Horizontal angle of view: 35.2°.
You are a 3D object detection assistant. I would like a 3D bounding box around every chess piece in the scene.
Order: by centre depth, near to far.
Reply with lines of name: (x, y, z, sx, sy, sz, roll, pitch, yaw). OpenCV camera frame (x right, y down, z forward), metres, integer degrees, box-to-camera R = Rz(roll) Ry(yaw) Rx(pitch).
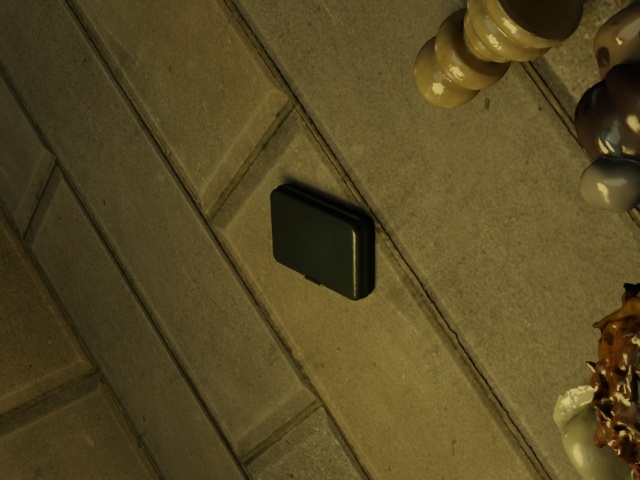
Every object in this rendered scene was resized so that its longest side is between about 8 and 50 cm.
chess piece: (0.215, -0.265, 1.326, 0.143, 0.142, 0.261, 60, 151, 6)

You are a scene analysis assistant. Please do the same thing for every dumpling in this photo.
dumpling: (0.410, 0.281, 1.417, 0.127, 0.108, 0.188, -44, 58, 26)

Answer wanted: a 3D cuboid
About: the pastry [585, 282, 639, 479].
pastry: (0.477, 0.207, 1.095, 0.405, 0.292, 0.337, 60, 164, 2)

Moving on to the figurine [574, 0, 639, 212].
figurine: (0.358, -0.236, 1.089, 0.218, 0.206, 0.365, -16, 96, 39)

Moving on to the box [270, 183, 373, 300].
box: (0.000, 0.000, 1.792, 0.230, 0.050, 0.160, 25, 128, 40)
